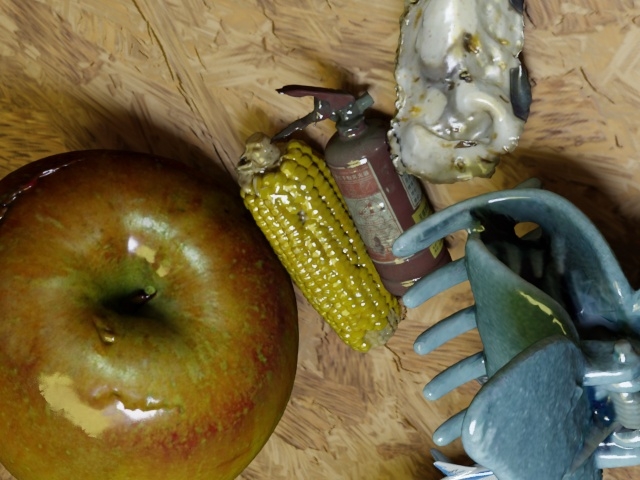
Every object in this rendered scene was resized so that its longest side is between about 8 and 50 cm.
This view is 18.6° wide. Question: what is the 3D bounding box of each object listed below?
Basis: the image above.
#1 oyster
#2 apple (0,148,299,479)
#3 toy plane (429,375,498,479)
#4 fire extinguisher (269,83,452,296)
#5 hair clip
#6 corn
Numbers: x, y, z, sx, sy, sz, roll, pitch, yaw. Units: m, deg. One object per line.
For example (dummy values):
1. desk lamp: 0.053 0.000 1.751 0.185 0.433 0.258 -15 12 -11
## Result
1. oyster: 0.132 -0.183 1.724 0.128 0.079 0.345 7 133 1
2. apple: -0.207 0.099 2.025 0.374 0.374 0.384 -43 67 49
3. toy plane: 0.222 0.217 1.974 0.226 0.226 0.058 -10 144 -8
4. fire extinguisher: 0.039 -0.055 1.871 0.075 0.106 0.252 16 139 50
5. hair clip: 0.226 0.111 1.783 0.238 0.392 0.318 34 149 43
6. corn: 0.000 0.000 1.959 0.097 0.097 0.262 -11 121 40
